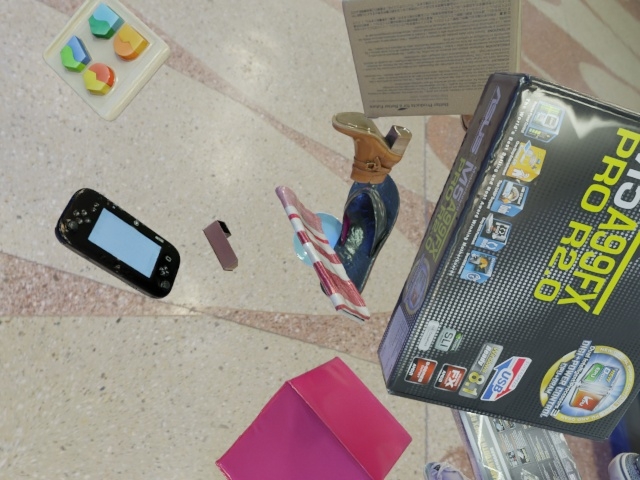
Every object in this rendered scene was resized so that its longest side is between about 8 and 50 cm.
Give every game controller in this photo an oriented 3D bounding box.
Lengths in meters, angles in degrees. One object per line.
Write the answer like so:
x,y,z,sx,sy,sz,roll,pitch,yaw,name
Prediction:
-0.484,0.012,1.147,0.319,0.067,0.167,43,46,-36,game controller

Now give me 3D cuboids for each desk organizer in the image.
-0.254,0.013,1.230,0.130,0.050,0.047,59,14,15,desk organizer

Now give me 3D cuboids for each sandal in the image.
0.123,-0.034,1.366,0.167,0.107,0.446,12,68,17,sandal

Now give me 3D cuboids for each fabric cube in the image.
-0.005,0.442,0.980,0.254,0.259,0.258,45,15,18,fabric cube

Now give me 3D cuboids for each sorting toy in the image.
-0.427,-0.369,0.915,0.208,0.038,0.193,43,93,9,sorting toy

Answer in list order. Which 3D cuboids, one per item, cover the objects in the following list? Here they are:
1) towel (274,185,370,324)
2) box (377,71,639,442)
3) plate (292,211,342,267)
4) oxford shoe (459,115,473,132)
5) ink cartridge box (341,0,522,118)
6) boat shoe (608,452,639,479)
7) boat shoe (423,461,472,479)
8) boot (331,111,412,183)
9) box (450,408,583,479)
0.011,0.037,1.109,0.329,0.037,0.237,62,10,24,towel
0.193,0.027,0.387,0.216,0.270,0.060,16,20,-8,box
0.000,0.000,1.569,0.188,0.188,0.024,64,7,9,plate
0.409,-0.291,1.173,0.075,0.076,0.213,-7,52,-3,oxford shoe
0.168,-0.285,0.680,0.193,0.234,0.088,70,33,-45,ink cartridge box
0.541,0.386,0.581,0.127,0.158,0.341,5,30,-23,boat shoe
0.295,0.576,1.111,0.095,0.258,0.084,-30,72,-17,boat shoe
0.095,-0.201,1.060,0.196,0.152,0.073,13,47,-17,boot
0.379,0.406,0.902,0.182,0.056,0.231,-13,64,-6,box
